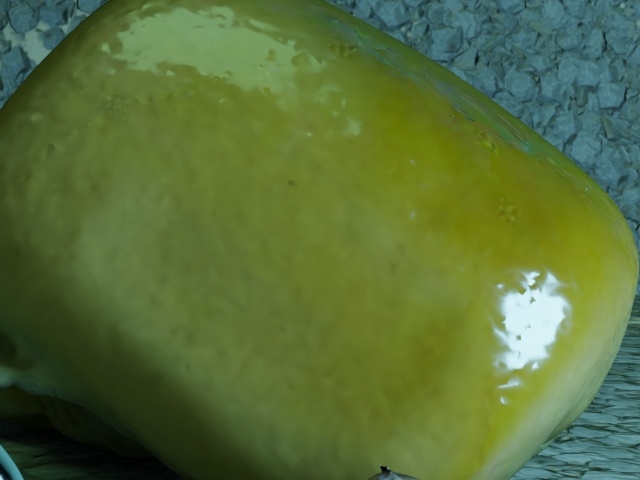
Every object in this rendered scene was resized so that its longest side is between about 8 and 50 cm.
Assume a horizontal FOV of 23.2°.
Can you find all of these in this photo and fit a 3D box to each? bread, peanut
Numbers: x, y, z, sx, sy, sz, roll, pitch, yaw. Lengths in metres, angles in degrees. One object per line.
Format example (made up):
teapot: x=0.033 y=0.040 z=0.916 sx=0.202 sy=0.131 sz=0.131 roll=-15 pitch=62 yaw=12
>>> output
bread: x=0.000 y=0.000 z=0.961 sx=0.376 sy=0.253 sz=0.348 roll=37 pitch=24 yaw=9
peanut: x=-0.167 y=0.090 z=1.181 sx=0.147 sy=0.147 sz=0.305 roll=-1 pitch=3 yaw=-37

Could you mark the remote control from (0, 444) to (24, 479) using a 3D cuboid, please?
remote control: x=-0.251 y=0.078 z=0.827 sx=0.097 sy=0.256 sz=0.045 roll=-42 pitch=9 yaw=40

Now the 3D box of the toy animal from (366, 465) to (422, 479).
toy animal: x=0.061 y=0.154 z=0.753 sx=0.150 sy=0.089 sz=0.083 roll=-2 pitch=-17 yaw=-7
